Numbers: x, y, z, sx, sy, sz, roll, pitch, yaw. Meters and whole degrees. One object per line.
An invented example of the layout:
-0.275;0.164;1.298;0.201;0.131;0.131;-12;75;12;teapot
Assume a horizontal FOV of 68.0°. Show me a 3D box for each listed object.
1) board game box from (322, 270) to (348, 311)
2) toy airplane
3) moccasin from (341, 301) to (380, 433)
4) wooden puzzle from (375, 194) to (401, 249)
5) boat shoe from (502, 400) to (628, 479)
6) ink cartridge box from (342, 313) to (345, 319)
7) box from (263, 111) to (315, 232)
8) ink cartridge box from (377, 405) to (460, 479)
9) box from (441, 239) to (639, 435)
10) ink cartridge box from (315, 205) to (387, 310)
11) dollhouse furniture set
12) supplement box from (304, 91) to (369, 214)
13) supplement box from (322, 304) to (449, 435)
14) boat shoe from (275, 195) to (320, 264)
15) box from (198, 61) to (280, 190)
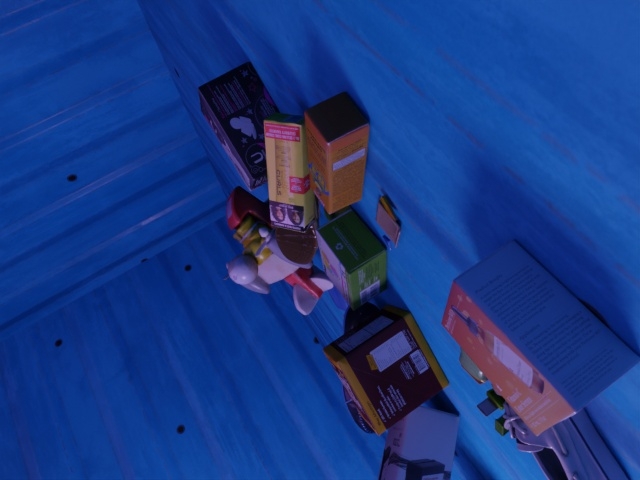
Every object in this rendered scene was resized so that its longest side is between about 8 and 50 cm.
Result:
0.058;0.154;1.502;0.133;0.033;0.168;67;165;-6;board game box
-0.144;0.064;1.412;0.384;0.272;0.387;28;136;36;toy airplane
0.117;0.326;1.184;0.116;0.137;0.343;4;106;63;moccasin
0.121;-0.030;0.837;0.079;0.014;0.116;60;169;17;wooden puzzle
0.289;0.243;0.627;0.268;0.088;0.096;58;168;4;boat shoe
0.124;0.287;1.504;0.088;0.052;0.123;47;164;44;ink cartridge box
-0.059;-0.135;0.962;0.087;0.058;0.233;13;124;19;box
0.222;0.564;1.146;0.128;0.308;0.223;15;160;4;ink cartridge box
0.231;0.111;0.537;0.171;0.091;0.130;52;166;30;box
0.036;0.002;1.058;0.255;0.097;0.189;52;167;29;ink cartridge box
0.268;0.244;0.790;0.152;0.058;0.076;47;163;43;dollhouse furniture set
0.027;-0.136;0.805;0.078;0.080;0.233;57;170;22;supplement box
0.143;0.284;1.068;0.192;0.194;0.129;61;168;-7;supplement box
-0.047;-0.071;1.122;0.109;0.098;0.303;11;133;16;boat shoe
-0.175;-0.266;1.153;0.248;0.142;0.163;60;168;-2;box
